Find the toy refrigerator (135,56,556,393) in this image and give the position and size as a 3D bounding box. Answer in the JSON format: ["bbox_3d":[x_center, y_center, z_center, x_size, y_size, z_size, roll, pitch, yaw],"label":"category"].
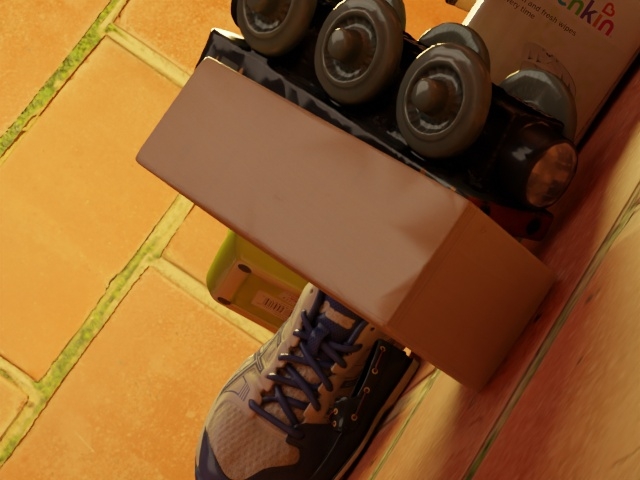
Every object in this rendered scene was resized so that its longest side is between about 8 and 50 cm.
[{"bbox_3d":[0.011,-0.019,1.103,0.269,0.102,0.094,32,87,47],"label":"toy refrigerator"}]

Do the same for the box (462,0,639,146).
[{"bbox_3d":[0.163,-0.135,1.455,0.231,0.126,0.262,-57,0,8],"label":"box"}]

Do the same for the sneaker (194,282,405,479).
[{"bbox_3d":[-0.006,0.089,1.466,0.296,0.112,0.131,-54,-15,-28],"label":"sneaker"}]

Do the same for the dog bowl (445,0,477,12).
[{"bbox_3d":[0.307,-0.382,1.927,0.408,0.150,0.408,-55,1,1],"label":"dog bowl"}]

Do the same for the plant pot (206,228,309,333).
[{"bbox_3d":[0.000,0.000,2.079,0.207,0.228,0.227,-64,5,-24],"label":"plant pot"}]

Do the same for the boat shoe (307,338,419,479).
[{"bbox_3d":[0.026,0.138,1.402,0.133,0.042,0.049,-57,3,-15],"label":"boat shoe"}]

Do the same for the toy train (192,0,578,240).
[{"bbox_3d":[0.034,-0.075,1.274,0.142,0.334,0.190,8,-69,-47],"label":"toy train"}]
